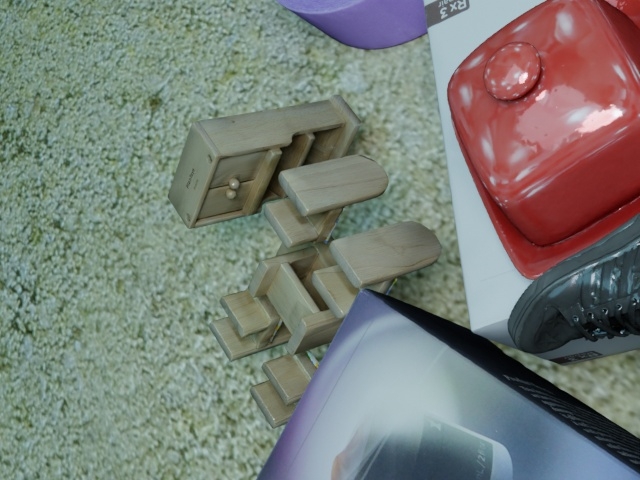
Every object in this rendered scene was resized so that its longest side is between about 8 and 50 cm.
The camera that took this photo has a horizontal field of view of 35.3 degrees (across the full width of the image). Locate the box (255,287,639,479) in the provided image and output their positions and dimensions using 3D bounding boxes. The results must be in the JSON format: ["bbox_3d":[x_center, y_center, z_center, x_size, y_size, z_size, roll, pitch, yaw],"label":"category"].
[{"bbox_3d":[0.098,0.238,0.698,0.294,0.183,0.296,32,96,45],"label":"box"}]

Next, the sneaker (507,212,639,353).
[{"bbox_3d":[0.189,0.034,0.567,0.170,0.051,0.089,-39,44,19],"label":"sneaker"}]

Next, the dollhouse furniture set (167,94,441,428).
[{"bbox_3d":[0.000,0.000,0.890,0.242,0.161,0.212,55,140,25],"label":"dollhouse furniture set"}]

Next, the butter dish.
[{"bbox_3d":[0.140,-0.083,0.609,0.160,0.118,0.160,-35,55,26],"label":"butter dish"}]

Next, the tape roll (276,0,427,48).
[{"bbox_3d":[0.061,-0.335,1.005,0.275,0.090,0.274,-17,63,37],"label":"tape roll"}]

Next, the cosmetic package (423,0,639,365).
[{"bbox_3d":[0.210,-0.120,0.746,0.217,0.156,0.384,-23,60,32],"label":"cosmetic package"}]
